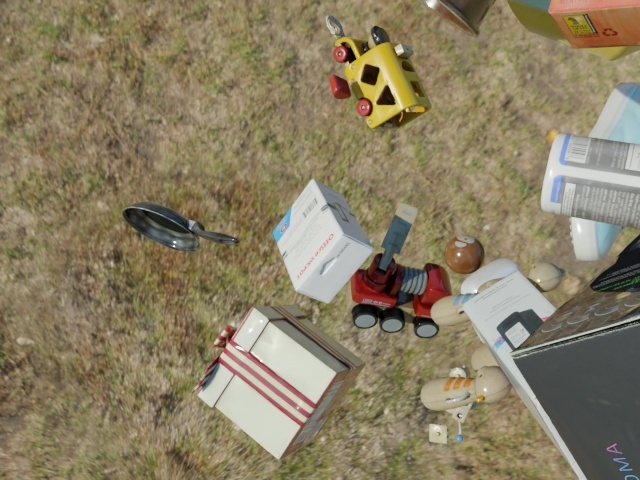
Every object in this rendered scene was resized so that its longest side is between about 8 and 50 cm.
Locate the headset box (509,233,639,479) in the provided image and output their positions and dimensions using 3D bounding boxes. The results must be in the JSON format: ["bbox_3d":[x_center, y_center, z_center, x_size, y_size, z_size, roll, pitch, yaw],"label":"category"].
[{"bbox_3d":[0.288,0.101,0.467,0.283,0.131,0.246,-30,88,-35],"label":"headset box"}]

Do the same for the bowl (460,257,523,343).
[{"bbox_3d":[0.344,0.113,1.409,0.142,0.053,0.142,-28,98,-27],"label":"bowl"}]

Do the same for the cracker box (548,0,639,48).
[{"bbox_3d":[0.293,-0.275,0.602,0.067,0.156,0.232,29,74,-48],"label":"cracker box"}]

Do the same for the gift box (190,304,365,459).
[{"bbox_3d":[-0.102,0.296,1.582,0.258,0.255,0.276,37,93,18],"label":"gift box"}]

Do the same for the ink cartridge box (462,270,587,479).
[{"bbox_3d":[0.222,0.128,0.719,0.072,0.175,0.127,-33,115,3],"label":"ink cartridge box"}]

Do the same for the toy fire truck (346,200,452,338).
[{"bbox_3d":[0.186,0.064,1.591,0.217,0.246,0.158,11,45,-11],"label":"toy fire truck"}]

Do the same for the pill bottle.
[{"bbox_3d":[0.282,-0.052,0.696,0.137,0.078,0.078,13,66,20],"label":"pill bottle"}]

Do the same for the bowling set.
[{"bbox_3d":[0.230,0.079,0.933,0.287,0.154,0.199,-22,88,-39],"label":"bowling set"}]

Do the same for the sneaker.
[{"bbox_3d":[0.495,-0.119,1.157,0.150,0.135,0.365,7,57,38],"label":"sneaker"}]

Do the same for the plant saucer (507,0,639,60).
[{"bbox_3d":[0.662,-0.523,1.780,0.333,0.081,0.333,-25,45,-34],"label":"plant saucer"}]

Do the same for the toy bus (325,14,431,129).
[{"bbox_3d":[0.103,-0.282,1.227,0.202,0.104,0.190,40,40,-29],"label":"toy bus"}]

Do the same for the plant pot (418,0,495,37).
[{"bbox_3d":[0.138,-0.314,0.727,0.167,0.167,0.165,38,106,3],"label":"plant pot"}]

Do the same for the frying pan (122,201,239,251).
[{"bbox_3d":[-0.328,-0.041,1.690,0.197,0.326,0.053,34,64,-26],"label":"frying pan"}]

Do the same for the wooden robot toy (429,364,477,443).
[{"bbox_3d":[0.231,0.252,1.227,0.076,0.079,0.173,29,103,21],"label":"wooden robot toy"}]

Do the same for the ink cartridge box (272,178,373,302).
[{"bbox_3d":[0.000,0.000,1.452,0.086,0.148,0.203,26,23,-33],"label":"ink cartridge box"}]
